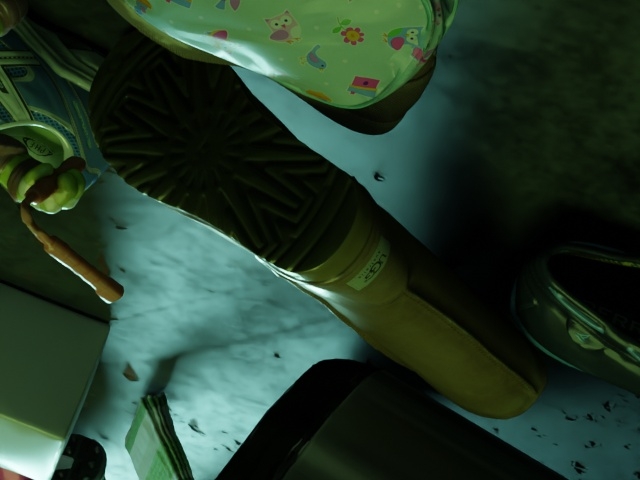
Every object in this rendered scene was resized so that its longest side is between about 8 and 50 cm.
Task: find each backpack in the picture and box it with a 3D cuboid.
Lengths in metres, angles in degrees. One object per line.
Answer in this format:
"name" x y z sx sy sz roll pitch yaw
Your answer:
"backpack" -0.019 -0.148 0.842 0.182 0.115 0.152 25 145 -15

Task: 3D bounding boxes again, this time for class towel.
"towel" -0.116 0.209 1.422 0.023 0.152 0.113 -19 159 -23

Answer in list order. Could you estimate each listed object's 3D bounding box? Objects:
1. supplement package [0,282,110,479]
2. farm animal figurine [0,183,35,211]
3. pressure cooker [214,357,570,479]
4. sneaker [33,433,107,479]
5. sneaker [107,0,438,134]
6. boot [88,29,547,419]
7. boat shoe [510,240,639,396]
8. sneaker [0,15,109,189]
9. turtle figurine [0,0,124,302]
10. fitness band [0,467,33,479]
"supplement package" -0.268 0.096 1.345 0.179 0.105 0.105 22 147 -5
"farm animal figurine" -0.381 -0.031 1.114 0.327 0.330 0.172 33 161 34
"pressure cooker" 0.095 0.320 1.194 0.420 0.375 0.370 31 146 10
"sneaker" -0.292 0.213 1.558 0.234 0.078 0.106 6 143 15
"sneaker" -0.024 -0.127 0.940 0.188 0.066 0.071 24 131 -17
"boot" 0.000 0.000 1.062 0.236 0.089 0.269 44 -177 34
"boat shoe" 0.239 0.070 1.041 0.258 0.109 0.089 12 159 6
"sneaker" -0.207 -0.103 1.035 0.211 0.081 0.080 28 148 -12
"turtle figurine" -0.199 -0.092 0.919 0.269 0.217 0.087 31 146 -20
"fitness band" -0.384 0.178 1.465 0.291 0.054 0.209 14 111 0
